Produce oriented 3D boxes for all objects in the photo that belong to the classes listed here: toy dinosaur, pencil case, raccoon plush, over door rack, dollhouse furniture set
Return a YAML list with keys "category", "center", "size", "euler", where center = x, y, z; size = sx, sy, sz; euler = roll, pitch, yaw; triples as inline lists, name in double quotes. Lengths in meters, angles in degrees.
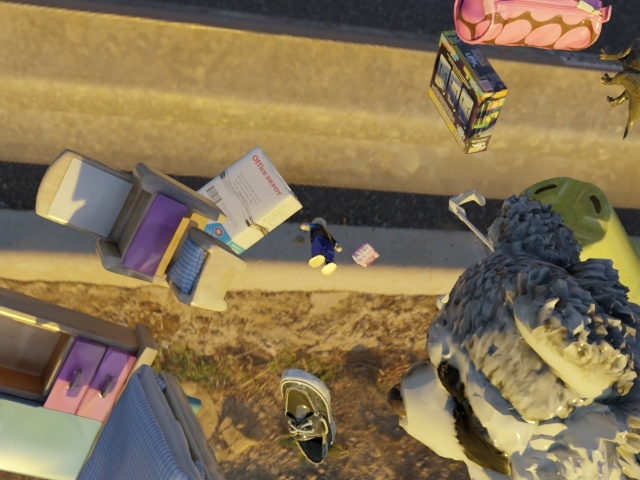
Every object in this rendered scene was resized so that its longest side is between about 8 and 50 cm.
- category: "toy dinosaur"
  center: [0.769, -0.406, 1.529]
  size: [0.121, 0.160, 0.313]
  euler: [17, 88, -26]
- category: "pencil case"
  center: [0.302, -0.322, 0.903]
  size: [0.209, 0.098, 0.095]
  euler: [-6, 106, -19]
- category: "raccoon plush"
  center: [0.272, 0.108, 0.415]
  size: [0.446, 0.216, 0.299]
  euler: [-11, 111, -8]
- category: "over door rack"
  center: [0.239, 0.113, 0.959]
  size: [0.108, 0.239, 0.324]
  euler: [-7, 38, -8]
- category: "dollhouse furniture set"
  center: [-0.169, 0.098, 0.353]
  size: [0.198, 0.303, 0.286]
  euler: [25, 96, -30]

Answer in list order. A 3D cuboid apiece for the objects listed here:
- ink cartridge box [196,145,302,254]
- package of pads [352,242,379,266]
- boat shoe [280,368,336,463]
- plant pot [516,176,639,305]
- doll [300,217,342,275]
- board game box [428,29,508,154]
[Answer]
- category: "ink cartridge box"
  center: [-0.163, -0.078, 1.347]
  size: [0.203, 0.086, 0.148]
  euler: [-36, 67, 3]
- category: "package of pads"
  center: [0.106, 0.035, 1.491]
  size: [0.050, 0.083, 0.032]
  euler: [-39, 74, 6]
- category: "boat shoe"
  center: [-0.019, 0.303, 1.072]
  size: [0.078, 0.219, 0.070]
  euler: [-2, 43, 20]
- category: "plant pot"
  center: [0.462, 0.025, 1.177]
  size: [0.276, 0.254, 0.276]
  euler: [-18, 49, 23]
- category: "doll"
  center: [0.000, 0.000, 1.539]
  size: [0.129, 0.046, 0.189]
  euler: [34, 27, -22]
- category: "board game box"
  center: [0.253, -0.260, 1.105]
  size: [0.048, 0.141, 0.170]
  euler: [-13, 56, -11]
